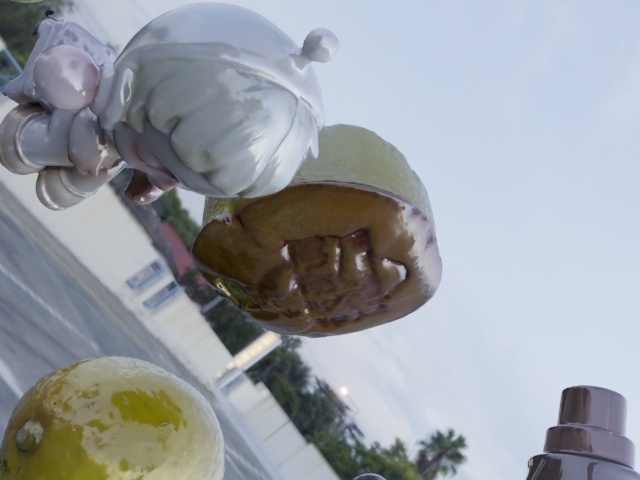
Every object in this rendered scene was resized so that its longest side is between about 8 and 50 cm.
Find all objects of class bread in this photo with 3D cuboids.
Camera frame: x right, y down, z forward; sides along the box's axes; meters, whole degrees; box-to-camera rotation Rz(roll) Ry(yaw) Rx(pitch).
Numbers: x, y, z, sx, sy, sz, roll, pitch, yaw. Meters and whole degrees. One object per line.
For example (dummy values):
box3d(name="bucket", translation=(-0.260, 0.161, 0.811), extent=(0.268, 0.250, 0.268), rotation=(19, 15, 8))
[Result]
box3d(name="bread", translation=(0.000, 0.000, 0.806), extent=(0.270, 0.270, 0.148), rotation=(68, 17, -51))

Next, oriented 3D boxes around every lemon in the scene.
box3d(name="lemon", translation=(-0.233, 0.248, 0.856), extent=(0.263, 0.236, 0.236), rotation=(54, -10, -31))

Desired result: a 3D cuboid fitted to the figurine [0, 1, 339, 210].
box3d(name="figurine", translation=(-0.091, -0.086, 0.503), extent=(0.257, 0.144, 0.182), rotation=(7, -37, 37))

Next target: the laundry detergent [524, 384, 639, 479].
box3d(name="laundry detergent", translation=(0.162, 0.218, 0.439), extent=(0.076, 0.237, 0.171), rotation=(-7, -34, 40))

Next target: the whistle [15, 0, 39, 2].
box3d(name="whistle", translation=(-0.290, -0.333, 0.809), extent=(0.123, 0.223, 0.123), rotation=(23, -43, 23))

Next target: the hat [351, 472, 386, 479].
box3d(name="hat", translation=(0.051, 0.228, 0.674), extent=(0.058, 0.087, 0.042), rotation=(-6, -92, 40))
